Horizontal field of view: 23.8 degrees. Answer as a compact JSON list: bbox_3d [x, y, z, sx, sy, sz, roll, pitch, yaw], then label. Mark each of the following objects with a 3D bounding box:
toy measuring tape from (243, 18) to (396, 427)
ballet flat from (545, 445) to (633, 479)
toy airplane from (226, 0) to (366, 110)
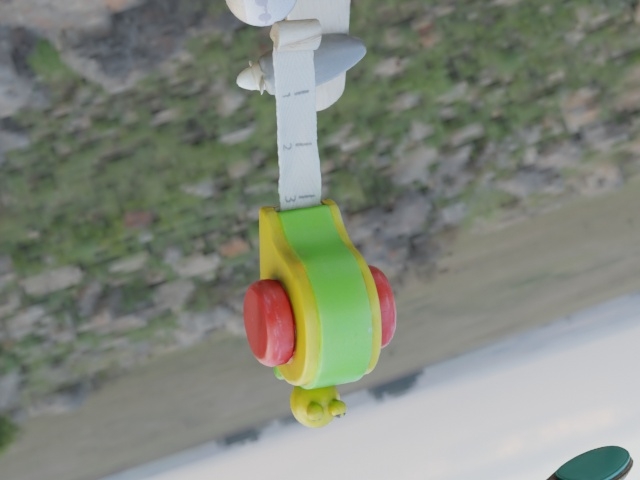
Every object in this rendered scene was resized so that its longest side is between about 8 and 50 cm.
[{"bbox_3d":[0.000,0.000,1.173,0.121,0.330,0.121,0,-160,0],"label":"toy measuring tape"},{"bbox_3d":[0.289,0.306,1.776,0.206,0.067,0.073,-20,-154,-34],"label":"ballet flat"},{"bbox_3d":[-0.028,-0.347,1.798,0.384,0.386,0.272,-35,-152,36],"label":"toy airplane"}]
